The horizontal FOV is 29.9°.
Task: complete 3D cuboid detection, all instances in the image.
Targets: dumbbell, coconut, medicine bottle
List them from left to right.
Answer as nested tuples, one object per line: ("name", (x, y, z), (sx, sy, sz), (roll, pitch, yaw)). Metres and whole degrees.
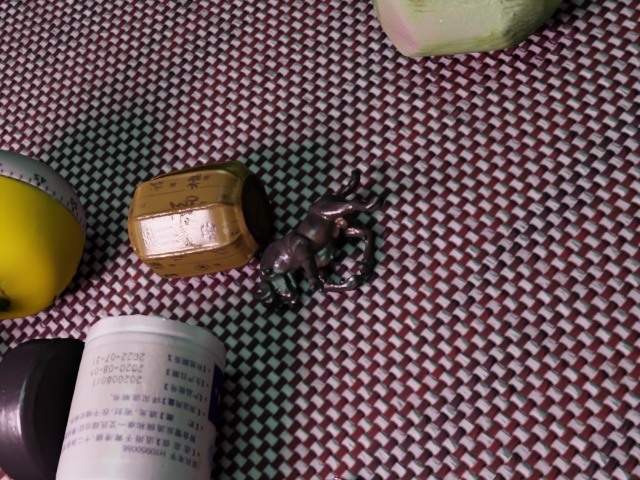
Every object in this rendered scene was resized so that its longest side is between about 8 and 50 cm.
("dumbbell", (-0.464, 0.237, 1.650), (0.323, 0.204, 0.203), (-4, 59, 26))
("medicine bottle", (-0.231, 0.278, 1.512), (0.190, 0.190, 0.332), (-7, 58, 23))
("coconut", (0.185, -0.406, 1.673), (0.329, 0.281, 0.328), (5, 102, 28))

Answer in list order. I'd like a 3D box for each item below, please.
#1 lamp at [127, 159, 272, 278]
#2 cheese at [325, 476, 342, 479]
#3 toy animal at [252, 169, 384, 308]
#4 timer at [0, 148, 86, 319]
("lamp", (-0.171, -0.029, 1.697), (0.185, 0.161, 0.161), (-10, 57, 19))
("cheese", (-0.006, 0.333, 1.458), (0.145, 0.038, 0.095), (1, 61, 27))
("toy animal", (0.000, 0.000, 1.635), (0.148, 0.084, 0.232), (29, 80, 38))
("timer", (-0.488, 0.031, 1.745), (0.285, 0.285, 0.285), (-13, 56, 20))
